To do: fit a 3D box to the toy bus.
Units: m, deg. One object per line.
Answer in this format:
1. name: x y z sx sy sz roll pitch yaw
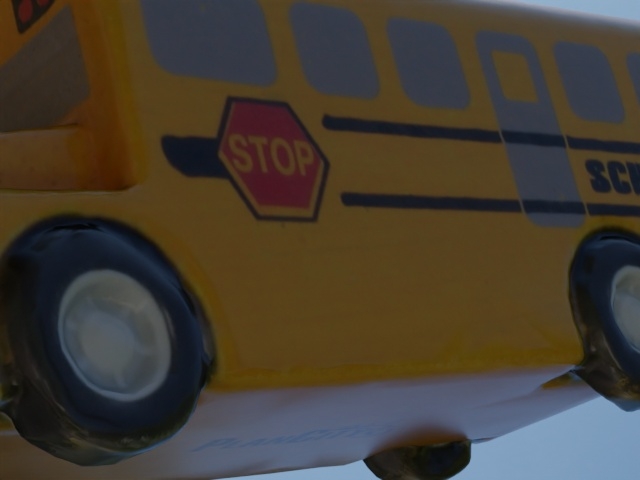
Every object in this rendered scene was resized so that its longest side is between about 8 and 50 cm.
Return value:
1. toy bus: 0.000 0.000 0.451 0.108 0.333 0.130 -29 -112 44
